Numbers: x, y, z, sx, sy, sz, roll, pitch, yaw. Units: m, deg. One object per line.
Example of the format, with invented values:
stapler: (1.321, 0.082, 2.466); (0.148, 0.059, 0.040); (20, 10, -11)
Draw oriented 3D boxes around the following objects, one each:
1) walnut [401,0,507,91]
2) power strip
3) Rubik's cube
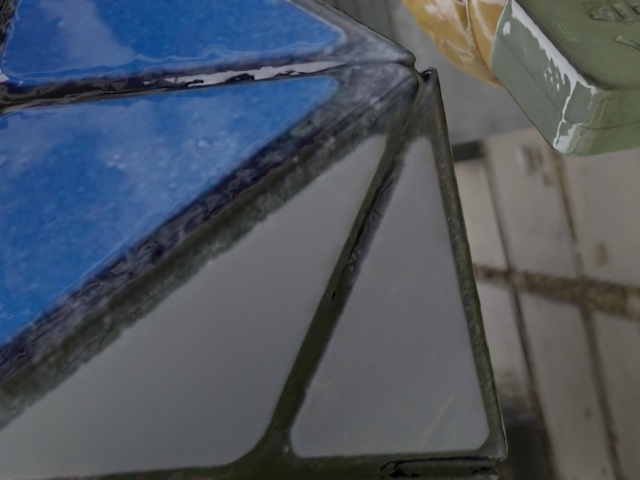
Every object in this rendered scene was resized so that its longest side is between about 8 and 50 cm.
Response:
walnut: (0.191, -0.248, 1.205); (0.252, 0.313, 0.277); (-18, 107, 47)
power strip: (0.232, -0.105, 0.863); (0.093, 0.288, 0.053); (57, 146, 38)
Rubik's cube: (-0.099, 0.034, 0.669); (0.259, 0.260, 0.255); (40, 158, 38)
